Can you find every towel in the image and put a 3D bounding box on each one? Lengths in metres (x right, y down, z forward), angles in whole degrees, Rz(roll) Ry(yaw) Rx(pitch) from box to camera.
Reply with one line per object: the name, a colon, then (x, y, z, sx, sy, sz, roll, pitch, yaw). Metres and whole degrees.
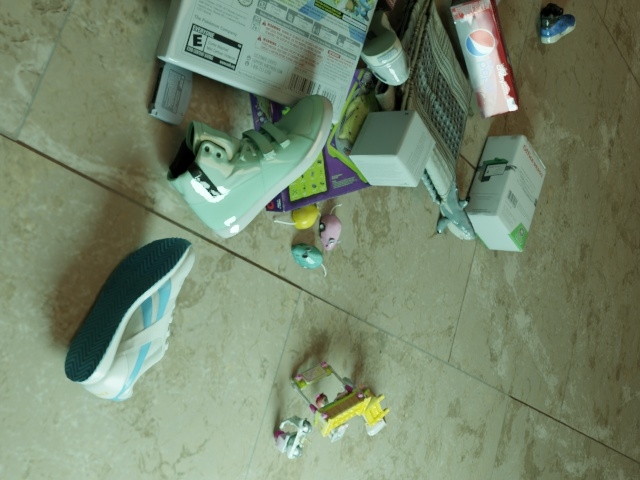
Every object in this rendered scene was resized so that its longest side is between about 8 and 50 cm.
towel: (0.217, -0.283, 1.436, 0.324, 0.056, 0.312, 51, 49, -44)

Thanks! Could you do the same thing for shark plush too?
shark plush: (0.290, -0.082, 1.569, 0.073, 0.067, 0.161, -7, 98, -49)

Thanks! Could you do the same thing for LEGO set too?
LEGO set: (0.031, 0.279, 1.301, 0.287, 0.107, 0.132, 2, 126, -54)

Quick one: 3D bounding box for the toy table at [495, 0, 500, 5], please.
toy table: (0.419, -0.626, 1.609, 0.252, 0.161, 0.274, 23, 76, -48)

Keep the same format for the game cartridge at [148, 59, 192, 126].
game cartridge: (-0.204, -0.202, 1.026, 0.056, 0.017, 0.083, 21, 77, -45)

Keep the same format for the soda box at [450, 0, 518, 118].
soda box: (0.353, -0.399, 1.587, 0.092, 0.083, 0.263, -68, 142, -52)

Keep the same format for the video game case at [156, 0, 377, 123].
video game case: (-0.049, -0.352, 1.063, 0.329, 0.036, 0.299, 12, 98, -44)

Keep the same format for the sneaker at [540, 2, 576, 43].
sneaker: (0.608, -0.571, 1.908, 0.152, 0.058, 0.084, -39, 130, -33)

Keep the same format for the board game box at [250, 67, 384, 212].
board game box: (0.026, -0.183, 1.273, 0.347, 0.056, 0.208, -20, 112, -47)

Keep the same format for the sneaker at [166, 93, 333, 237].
sneaker: (-0.099, -0.139, 1.047, 0.256, 0.094, 0.151, -49, 128, -6)

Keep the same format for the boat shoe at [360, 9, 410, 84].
boat shoe: (0.097, -0.317, 1.247, 0.081, 0.079, 0.227, 57, 10, -31)

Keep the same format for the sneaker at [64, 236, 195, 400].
sneaker: (-0.233, 0.097, 0.970, 0.228, 0.087, 0.092, -58, 140, -19)

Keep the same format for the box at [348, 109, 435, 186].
box: (0.123, -0.157, 1.276, 0.087, 0.102, 0.101, 48, 59, -43)

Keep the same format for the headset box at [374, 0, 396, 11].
headset box: (0.108, -0.442, 1.334, 0.032, 0.062, 0.083, 40, 63, -43)

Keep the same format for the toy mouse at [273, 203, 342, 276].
toy mouse: (0.000, 0.000, 1.265, 0.161, 0.031, 0.143, -34, 118, -43)

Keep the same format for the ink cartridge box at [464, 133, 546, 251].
ink cartridge box: (0.421, -0.109, 1.700, 0.160, 0.093, 0.219, 43, 61, -43)
